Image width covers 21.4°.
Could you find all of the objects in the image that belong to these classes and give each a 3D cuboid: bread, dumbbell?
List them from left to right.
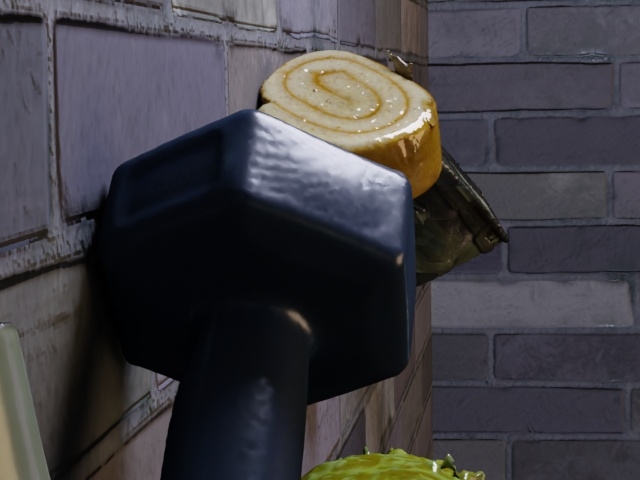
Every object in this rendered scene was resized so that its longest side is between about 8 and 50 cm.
[{"bbox_3d":[-0.038,0.101,0.714,0.144,0.160,0.325,127,-21,-45],"label":"dumbbell"},{"bbox_3d":[0.016,-0.082,1.215,0.122,0.149,0.073,-30,132,-31],"label":"bread"}]

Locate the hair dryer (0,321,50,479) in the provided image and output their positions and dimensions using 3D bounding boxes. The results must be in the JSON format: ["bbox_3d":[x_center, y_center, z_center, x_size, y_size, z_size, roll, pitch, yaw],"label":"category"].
[{"bbox_3d":[-0.111,0.151,0.411,0.298,0.119,0.296,44,38,-62],"label":"hair dryer"}]

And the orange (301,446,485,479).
[{"bbox_3d":[0.055,0.292,1.143,0.301,0.223,0.300,43,52,-81],"label":"orange"}]

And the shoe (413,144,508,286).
[{"bbox_3d":[0.092,-0.030,1.804,0.293,0.149,0.109,40,18,-57],"label":"shoe"}]
